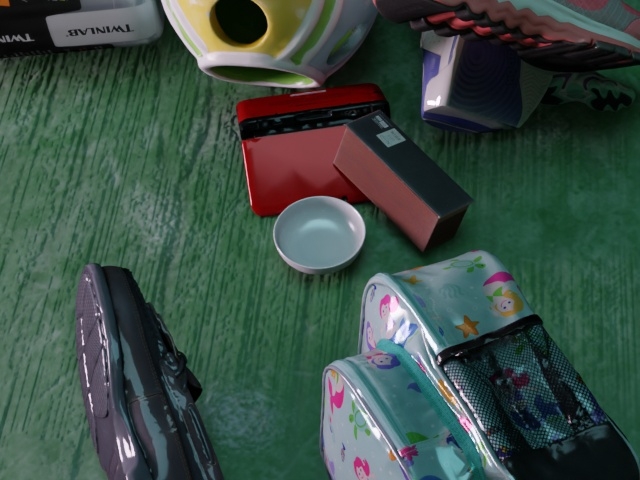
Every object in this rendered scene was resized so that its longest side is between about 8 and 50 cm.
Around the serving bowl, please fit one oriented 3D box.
[{"bbox_3d":[0.000,0.000,1.284,0.083,0.027,0.083,-2,52,3],"label":"serving bowl"}]

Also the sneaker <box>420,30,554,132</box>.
[{"bbox_3d":[0.143,-0.252,1.417,0.127,0.182,0.315,18,76,-33],"label":"sneaker"}]

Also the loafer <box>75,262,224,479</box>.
[{"bbox_3d":[-0.129,0.152,1.141,0.095,0.109,0.302,-2,56,-23],"label":"loafer"}]

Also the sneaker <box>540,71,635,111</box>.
[{"bbox_3d":[0.260,-0.164,1.389,0.098,0.038,0.069,9,54,10],"label":"sneaker"}]

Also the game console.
[{"bbox_3d":[-0.003,-0.090,1.364,0.144,0.085,0.124,-8,21,-3],"label":"game console"}]

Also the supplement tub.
[{"bbox_3d":[-0.321,-0.278,1.416,0.316,0.193,0.193,-6,52,-1],"label":"supplement tub"}]

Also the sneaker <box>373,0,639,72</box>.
[{"bbox_3d":[0.196,-0.237,1.267,0.314,0.116,0.136,12,85,-32],"label":"sneaker"}]

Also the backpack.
[{"bbox_3d":[0.103,0.141,1.046,0.191,0.225,0.253,-12,48,-12],"label":"backpack"}]

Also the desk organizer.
[{"bbox_3d":[0.073,-0.054,1.291,0.047,0.050,0.130,-26,61,-36],"label":"desk organizer"}]

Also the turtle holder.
[{"bbox_3d":[-0.040,-0.268,1.329,0.243,0.320,0.227,7,88,-11],"label":"turtle holder"}]
